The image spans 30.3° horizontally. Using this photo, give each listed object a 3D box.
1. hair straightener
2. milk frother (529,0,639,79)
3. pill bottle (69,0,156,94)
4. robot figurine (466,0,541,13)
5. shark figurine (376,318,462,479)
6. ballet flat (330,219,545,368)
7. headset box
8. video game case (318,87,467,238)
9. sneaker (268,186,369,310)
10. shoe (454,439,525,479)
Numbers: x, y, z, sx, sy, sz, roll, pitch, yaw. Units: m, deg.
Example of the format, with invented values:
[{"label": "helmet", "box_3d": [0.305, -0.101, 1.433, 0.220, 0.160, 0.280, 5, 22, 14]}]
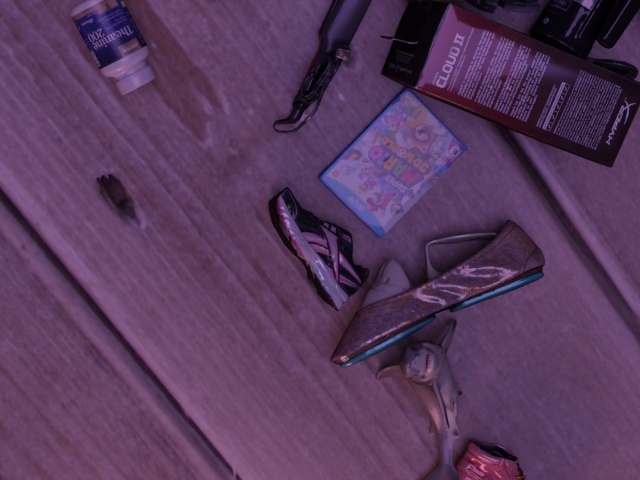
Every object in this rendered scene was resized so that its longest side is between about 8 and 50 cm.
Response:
[{"label": "hair straightener", "box_3d": [0.005, -0.235, 1.486, 0.047, 0.089, 0.230, 30, 95, -14]}, {"label": "milk frother", "box_3d": [0.369, -0.290, 1.537, 0.143, 0.129, 0.135, 24, 99, -55]}, {"label": "pill bottle", "box_3d": [-0.253, -0.244, 1.458, 0.067, 0.067, 0.120, -28, 103, -3]}, {"label": "robot figurine", "box_3d": [0.144, -0.353, 1.428, 0.291, 0.211, 0.085, 14, 121, 0]}, {"label": "shark figurine", "box_3d": [0.132, 0.217, 1.600, 0.116, 0.166, 0.278, 0, 126, 20]}, {"label": "ballet flat", "box_3d": [0.141, 0.062, 1.567, 0.316, 0.107, 0.106, -24, 83, -9]}, {"label": "headset box", "box_3d": [0.216, -0.204, 1.457, 0.293, 0.218, 0.110, 20, 98, -12]}, {"label": "video game case", "box_3d": [0.096, -0.102, 1.562, 0.119, 0.015, 0.166, 44, 92, -13]}, {"label": "sneaker", "box_3d": [0.000, 0.000, 1.548, 0.077, 0.072, 0.178, -36, 112, -13]}, {"label": "shoe", "box_3d": [0.268, 0.343, 1.643, 0.178, 0.063, 0.081, 24, 101, -8]}]
